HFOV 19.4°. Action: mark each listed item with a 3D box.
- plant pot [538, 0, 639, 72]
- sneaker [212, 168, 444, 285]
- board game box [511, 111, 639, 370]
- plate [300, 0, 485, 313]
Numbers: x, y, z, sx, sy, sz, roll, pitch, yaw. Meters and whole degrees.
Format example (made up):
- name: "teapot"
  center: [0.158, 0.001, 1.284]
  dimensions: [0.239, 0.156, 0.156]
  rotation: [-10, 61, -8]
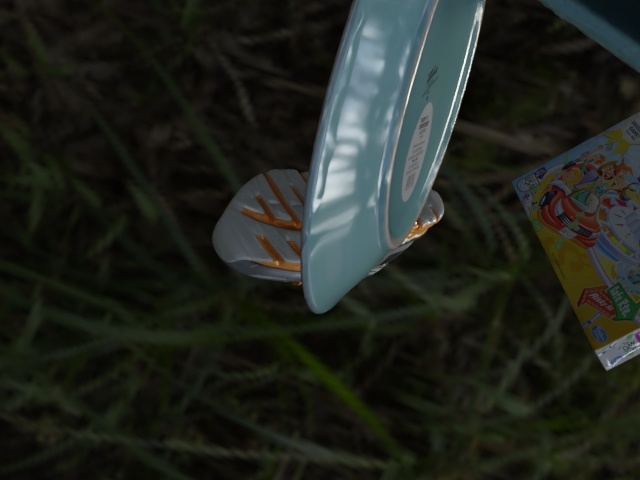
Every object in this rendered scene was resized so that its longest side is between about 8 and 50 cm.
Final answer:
- name: "plant pot"
  center: [0.176, -0.250, 0.819]
  dimensions: [0.252, 0.248, 0.247]
  rotation: [-28, 150, -50]
- name: "sneaker"
  center: [0.000, 0.000, 1.317]
  dimensions: [0.215, 0.084, 0.083]
  rotation: [-9, 150, -49]
- name: "board game box"
  center: [0.196, -0.003, 1.193]
  dimensions: [0.103, 0.154, 0.026]
  rotation: [-29, 138, 8]
- name: "plate"
  center: [0.034, -0.060, 0.684]
  dimensions: [0.188, 0.024, 0.188]
  rotation: [16, 90, -79]
